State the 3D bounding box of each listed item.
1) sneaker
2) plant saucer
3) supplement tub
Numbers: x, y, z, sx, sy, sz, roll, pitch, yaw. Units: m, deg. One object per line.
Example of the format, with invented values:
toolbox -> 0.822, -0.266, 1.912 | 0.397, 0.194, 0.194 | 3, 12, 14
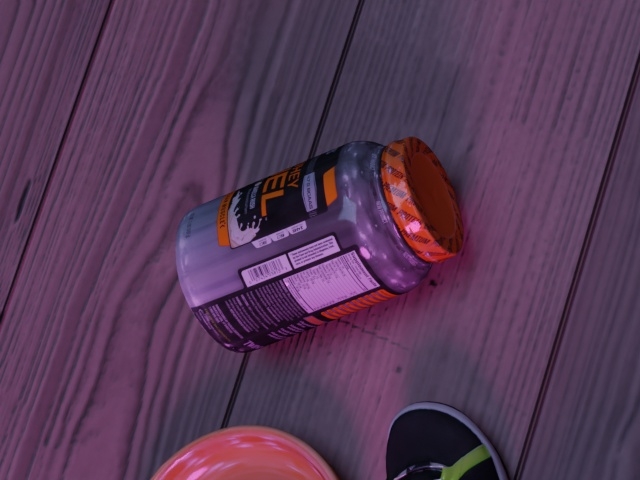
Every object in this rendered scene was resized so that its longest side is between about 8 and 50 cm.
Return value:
sneaker -> 0.083, 0.208, 1.329 | 0.084, 0.097, 0.235 | -24, 61, 22
plant saucer -> -0.057, 0.234, 1.443 | 0.200, 0.037, 0.200 | -12, 65, 27
supplement tub -> 0.000, 0.000, 1.449 | 0.190, 0.117, 0.117 | -22, 62, 22
